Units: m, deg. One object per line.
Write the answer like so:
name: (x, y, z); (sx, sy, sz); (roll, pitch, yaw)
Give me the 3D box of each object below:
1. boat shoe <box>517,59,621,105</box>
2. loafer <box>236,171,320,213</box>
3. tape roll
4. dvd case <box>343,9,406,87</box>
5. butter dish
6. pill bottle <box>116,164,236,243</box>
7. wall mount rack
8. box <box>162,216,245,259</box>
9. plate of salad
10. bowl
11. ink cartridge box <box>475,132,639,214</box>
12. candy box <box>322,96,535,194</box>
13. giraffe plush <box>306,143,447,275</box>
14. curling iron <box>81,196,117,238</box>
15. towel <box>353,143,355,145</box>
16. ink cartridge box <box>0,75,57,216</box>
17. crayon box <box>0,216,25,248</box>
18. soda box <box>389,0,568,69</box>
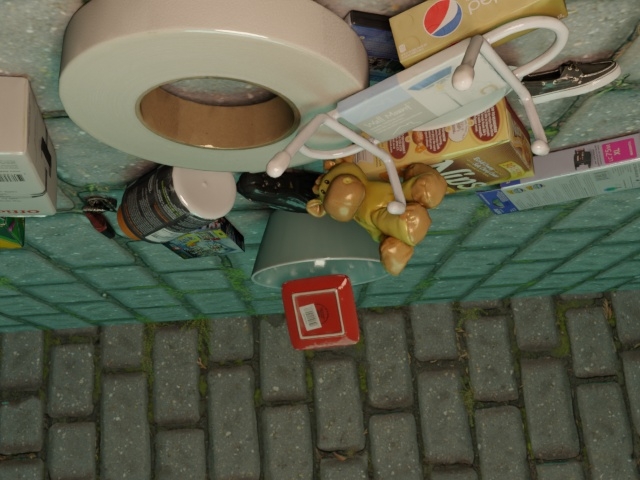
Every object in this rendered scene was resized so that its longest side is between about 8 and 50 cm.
boat shoe: (0.344, -0.228, 0.980); (0.142, 0.049, 0.040); (-14, 123, 24)
loafer: (-0.056, -0.093, 1.342); (0.223, 0.076, 0.078); (11, 165, -31)
tape roll: (-0.129, -0.188, 0.894); (0.392, 0.072, 0.392); (0, 163, 0)
dvd case: (0.069, -0.226, 0.956); (0.180, 0.022, 0.253); (1, 164, -24)
butter dish: (0.009, 0.149, 1.550); (0.160, 0.160, 0.118); (-9, -172, 15)
pill bottle: (-0.271, -0.069, 1.251); (0.130, 0.130, 0.246); (9, 161, -42)
wall mount rack: (0.104, -0.131, 0.772); (0.350, 0.130, 0.304); (-23, 159, 28)
box: (-0.283, -0.008, 1.650); (0.159, 0.044, 0.233); (-6, 165, 6)
plate of salad: (0.183, -0.204, 0.977); (0.200, 0.048, 0.200); (-16, 170, -3)
bowl: (0.000, 0.000, 1.528); (0.312, 0.163, 0.311); (-4, 166, -1)
ink cartridge box: (0.477, -0.125, 1.383); (0.311, 0.065, 0.186); (-14, 163, 25)
candy box: (0.182, -0.139, 1.186); (0.317, 0.087, 0.183); (-10, 163, 27)
giraffe plush: (0.074, -0.064, 1.088); (0.171, 0.181, 0.210); (27, 177, -7)
curling iron: (-0.464, -0.039, 1.500); (0.068, 0.035, 0.274); (-1, 165, -12)
towel: (0.000, -0.172, 1.092); (0.120, 0.029, 0.067); (6, 174, 15)
ink cartridge box: (-0.498, -0.125, 0.999); (0.197, 0.114, 0.273); (0, 164, -13)
crayon box: (-0.725, -0.041, 1.325); (0.279, 0.081, 0.165); (-1, 165, -12)
soda box: (0.173, -0.248, 0.776); (0.181, 0.061, 0.058); (-19, 160, 24)
